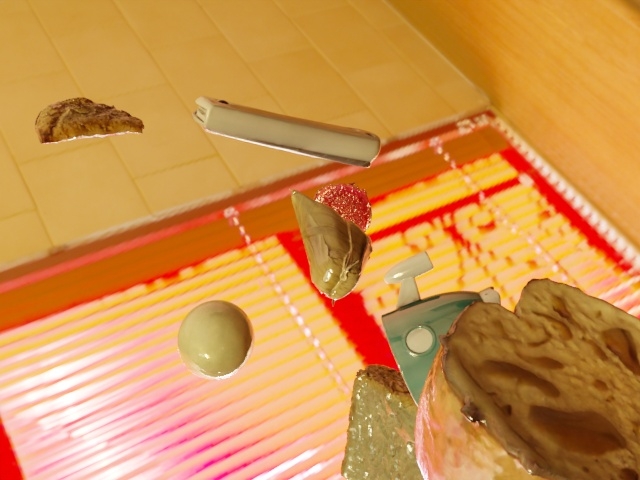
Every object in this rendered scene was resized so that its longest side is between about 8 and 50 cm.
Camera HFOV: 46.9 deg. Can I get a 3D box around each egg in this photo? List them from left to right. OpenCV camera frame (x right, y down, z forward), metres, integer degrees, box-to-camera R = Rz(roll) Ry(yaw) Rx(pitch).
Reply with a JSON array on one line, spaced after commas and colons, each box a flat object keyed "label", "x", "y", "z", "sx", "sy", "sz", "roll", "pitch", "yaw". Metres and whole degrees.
[{"label": "egg", "x": -0.254, "y": 0.241, "z": 1.800, "sx": 0.186, "sy": 0.186, "sz": 0.253, "roll": -39, "pitch": 9, "yaw": 4}]

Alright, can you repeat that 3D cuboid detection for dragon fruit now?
[{"label": "dragon fruit", "x": 0.048, "y": -0.071, "z": 1.728, "sx": 0.153, "sy": 0.153, "sz": 0.111, "roll": -46, "pitch": 10, "yaw": 16}]

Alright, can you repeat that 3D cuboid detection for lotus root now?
[{"label": "lotus root", "x": 0.233, "y": 0.193, "z": 0.812, "sx": 0.316, "sy": 0.316, "sz": 0.250, "roll": -15, "pitch": -32, "yaw": -32}]

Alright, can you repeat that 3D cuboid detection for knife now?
[{"label": "knife", "x": -0.036, "y": -0.134, "z": 0.904, "sx": 0.266, "sy": 0.073, "sz": 0.040, "roll": 5, "pitch": -62, "yaw": -39}]

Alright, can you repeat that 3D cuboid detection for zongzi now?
[{"label": "zongzi", "x": 0.000, "y": 0.000, "z": 1.335, "sx": 0.099, "sy": 0.197, "sz": 0.194, "roll": -44, "pitch": 10, "yaw": 23}]

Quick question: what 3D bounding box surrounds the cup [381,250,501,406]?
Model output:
[{"label": "cup", "x": 0.199, "y": 0.149, "z": 1.094, "sx": 0.173, "sy": 0.299, "sz": 0.167, "roll": -24, "pitch": -25, "yaw": 7}]

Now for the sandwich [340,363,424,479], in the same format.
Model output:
[{"label": "sandwich", "x": 0.203, "y": 0.431, "z": 1.530, "sx": 0.131, "sy": 0.325, "sz": 0.262, "roll": -4, "pitch": -73, "yaw": -51}]

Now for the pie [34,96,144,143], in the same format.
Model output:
[{"label": "pie", "x": -0.343, "y": -0.177, "z": 1.084, "sx": 0.170, "sy": 0.092, "sz": 0.034, "roll": -11, "pitch": -37, "yaw": -41}]
